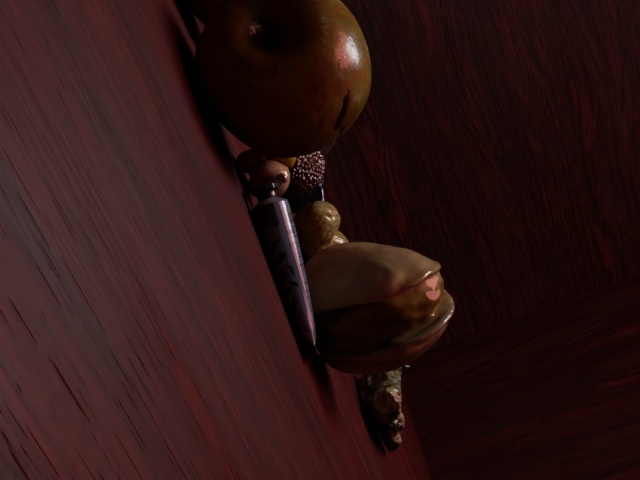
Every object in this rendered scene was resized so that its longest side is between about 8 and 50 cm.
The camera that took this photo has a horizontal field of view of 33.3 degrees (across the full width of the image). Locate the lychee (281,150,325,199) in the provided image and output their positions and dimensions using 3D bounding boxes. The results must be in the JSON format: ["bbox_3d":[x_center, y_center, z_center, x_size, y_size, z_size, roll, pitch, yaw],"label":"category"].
[{"bbox_3d":[-0.052,-0.138,2.047,0.129,0.123,0.123,-34,106,-50],"label":"lychee"}]

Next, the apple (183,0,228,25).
[{"bbox_3d":[-0.124,-0.487,1.775,0.250,0.277,0.309,49,-28,49],"label":"apple"}]

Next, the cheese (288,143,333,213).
[{"bbox_3d":[-0.042,-0.199,2.190,0.074,0.189,0.286,16,67,-61],"label":"cheese"}]

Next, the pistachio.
[{"bbox_3d":[0.083,0.110,1.765,0.321,0.238,0.229,-4,-64,62],"label":"pistachio"}]

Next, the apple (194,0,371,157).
[{"bbox_3d":[-0.052,-0.246,1.593,0.264,0.264,0.264,-21,90,-86],"label":"apple"}]

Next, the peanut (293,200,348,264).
[{"bbox_3d":[0.000,0.000,2.143,0.098,0.103,0.229,56,-7,35],"label":"peanut"}]

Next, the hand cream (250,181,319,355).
[{"bbox_3d":[-0.047,0.045,1.629,0.091,0.058,0.271,160,-87,-82],"label":"hand cream"}]

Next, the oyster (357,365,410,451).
[{"bbox_3d":[0.134,0.350,2.345,0.354,0.107,0.201,96,-4,-71],"label":"oyster"}]

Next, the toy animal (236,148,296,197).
[{"bbox_3d":[-0.090,-0.099,1.694,0.114,0.091,0.082,139,-48,-63],"label":"toy animal"}]
